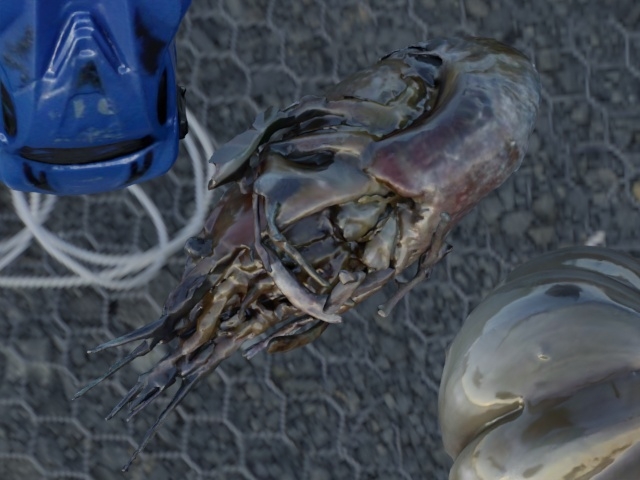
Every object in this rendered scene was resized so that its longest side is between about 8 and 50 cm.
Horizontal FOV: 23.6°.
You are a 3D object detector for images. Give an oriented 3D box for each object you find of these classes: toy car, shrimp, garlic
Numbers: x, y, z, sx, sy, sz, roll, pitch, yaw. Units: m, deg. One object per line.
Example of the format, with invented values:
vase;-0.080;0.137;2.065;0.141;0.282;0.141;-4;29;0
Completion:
toy car;-0.105;-0.073;0.672;0.103;0.216;0.063;-6;61;-10
shrimp;-0.002;0.001;0.895;0.343;0.116;0.145;-42;54;-13
garlic;0.201;0.127;1.220;0.292;0.210;0.237;-17;88;26
